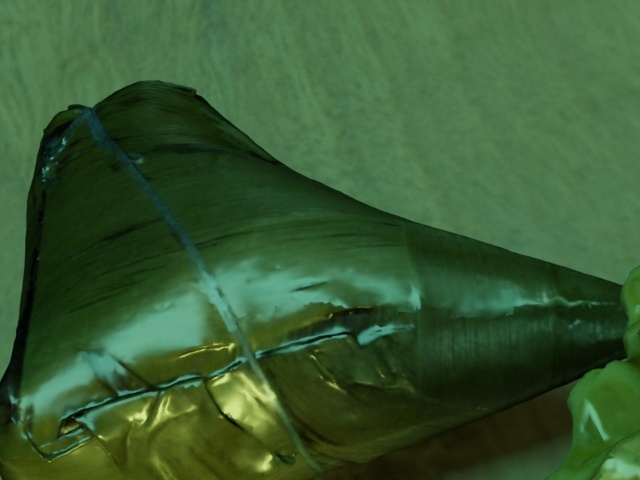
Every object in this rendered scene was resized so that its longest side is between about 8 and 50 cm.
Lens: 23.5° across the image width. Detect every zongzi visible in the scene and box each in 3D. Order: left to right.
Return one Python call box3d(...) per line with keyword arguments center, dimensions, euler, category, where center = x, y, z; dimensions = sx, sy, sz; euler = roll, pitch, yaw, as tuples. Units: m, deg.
box3d(center=(0.000, 0.000, 0.873), dimensions=(0.361, 0.160, 0.323), euler=(-18, 41, 8), category="zongzi")

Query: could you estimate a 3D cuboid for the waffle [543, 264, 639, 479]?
box3d(center=(0.227, 0.135, 0.603), dimensions=(0.297, 0.073, 0.317), euler=(17, 52, 8), category="waffle")
